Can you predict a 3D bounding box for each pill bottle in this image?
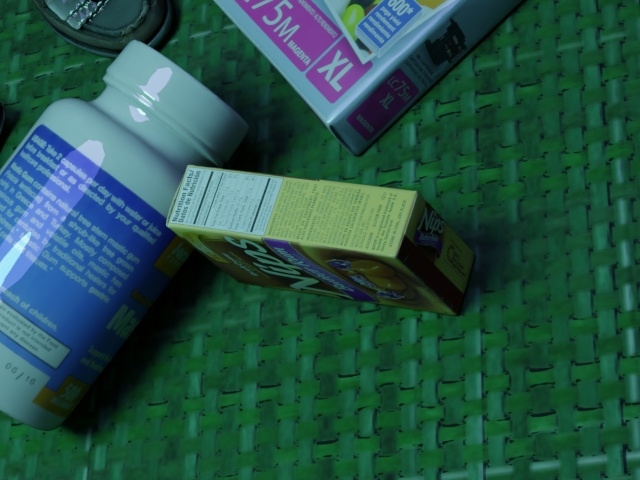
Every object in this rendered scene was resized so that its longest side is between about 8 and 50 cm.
[{"bbox_3d":[-0.176,-0.008,1.159,0.152,0.152,0.272,35,86,36],"label":"pill bottle"}]

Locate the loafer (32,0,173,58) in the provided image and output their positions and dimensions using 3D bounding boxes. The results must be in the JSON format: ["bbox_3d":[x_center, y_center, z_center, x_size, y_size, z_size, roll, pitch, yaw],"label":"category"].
[{"bbox_3d":[-0.231,-0.245,1.344,0.096,0.084,0.267,-48,54,0],"label":"loafer"}]

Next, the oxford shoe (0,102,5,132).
[{"bbox_3d":[-0.331,-0.007,1.280,0.098,0.097,0.271,1,67,22],"label":"oxford shoe"}]

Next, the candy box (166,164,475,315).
[{"bbox_3d":[0.000,0.000,1.086,0.187,0.109,0.053,9,71,32],"label":"candy box"}]

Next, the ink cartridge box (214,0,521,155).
[{"bbox_3d":[0.081,-0.233,1.187,0.311,0.065,0.186,-42,55,2],"label":"ink cartridge box"}]
